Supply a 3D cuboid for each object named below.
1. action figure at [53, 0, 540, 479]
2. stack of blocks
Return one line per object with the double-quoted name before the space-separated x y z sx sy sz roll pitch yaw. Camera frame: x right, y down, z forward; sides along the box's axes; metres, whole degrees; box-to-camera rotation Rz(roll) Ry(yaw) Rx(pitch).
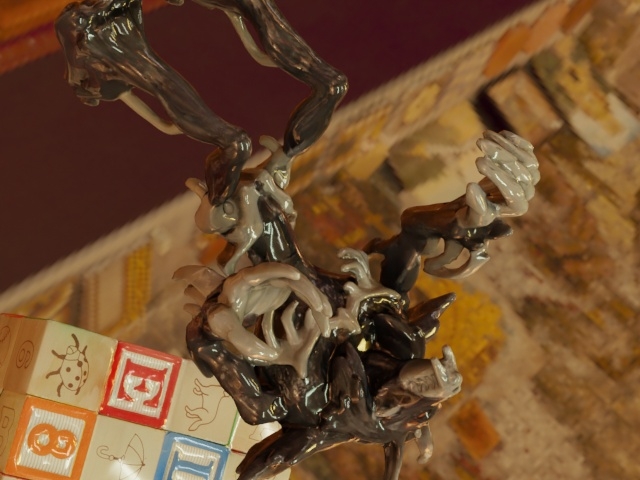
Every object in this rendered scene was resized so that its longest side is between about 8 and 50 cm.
"action figure" 0.000 0.000 0.549 0.164 0.275 0.141 -37 -165 -31
"stack of blocks" -0.135 0.207 0.728 0.087 0.171 0.297 -1 -109 58
